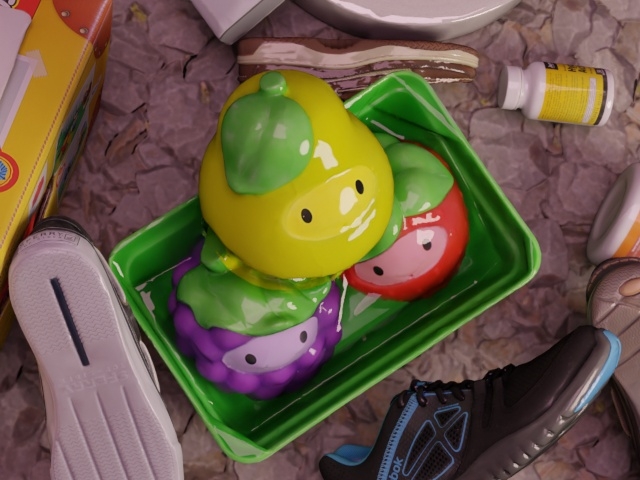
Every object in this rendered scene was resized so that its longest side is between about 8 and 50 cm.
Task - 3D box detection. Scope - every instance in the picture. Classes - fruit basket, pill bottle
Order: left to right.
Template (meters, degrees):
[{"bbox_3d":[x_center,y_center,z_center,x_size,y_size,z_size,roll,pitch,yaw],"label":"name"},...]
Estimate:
[{"bbox_3d":[0.000,0.000,1.267,0.392,0.392,0.283,-33,85,-11],"label":"fruit basket"},{"bbox_3d":[0.255,-0.161,1.478,0.116,0.065,0.065,5,79,-6],"label":"pill bottle"},{"bbox_3d":[0.402,0.013,1.437,0.216,0.121,0.121,25,78,-3],"label":"pill bottle"}]

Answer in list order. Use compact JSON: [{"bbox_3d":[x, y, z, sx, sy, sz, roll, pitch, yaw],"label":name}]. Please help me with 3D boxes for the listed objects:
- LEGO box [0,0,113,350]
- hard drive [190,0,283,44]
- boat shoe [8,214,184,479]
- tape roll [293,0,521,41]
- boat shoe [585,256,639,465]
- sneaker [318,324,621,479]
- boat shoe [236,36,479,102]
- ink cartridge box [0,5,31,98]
[{"bbox_3d":[-0.445,-0.039,1.228,0.372,0.193,0.500,17,58,-4],"label":"LEGO box"},{"bbox_3d":[-0.110,-0.386,1.426,0.203,0.040,0.307,-39,74,10],"label":"hard drive"},{"bbox_3d":[-0.195,0.130,1.246,0.121,0.119,0.335,-8,112,2],"label":"boat shoe"},{"bbox_3d":[0.096,-0.411,1.501,0.392,0.072,0.392,1,79,-6],"label":"tape roll"},{"bbox_3d":[0.369,0.166,1.391,0.132,0.130,0.355,-20,107,7],"label":"boat shoe"},{"bbox_3d":[0.138,0.179,1.317,0.341,0.125,0.139,-42,75,19],"label":"sneaker"},{"bbox_3d":[0.039,-0.166,1.450,0.257,0.095,0.095,1,96,-3],"label":"boat shoe"},{"bbox_3d":[-0.437,-0.201,1.138,0.353,0.119,0.207,14,57,-6],"label":"ink cartridge box"}]
